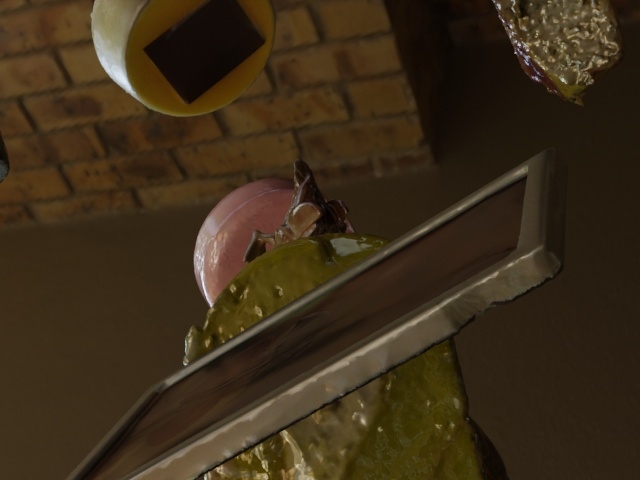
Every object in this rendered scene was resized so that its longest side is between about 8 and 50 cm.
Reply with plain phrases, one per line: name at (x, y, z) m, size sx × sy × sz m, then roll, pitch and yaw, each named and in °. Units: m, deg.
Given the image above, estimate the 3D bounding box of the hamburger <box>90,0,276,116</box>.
hamburger at (-0.092, -0.146, 0.804) m, size 0.126 × 0.141 × 0.081 m, roll -51°, pitch -135°, yaw 10°

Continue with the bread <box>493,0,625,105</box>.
bread at (0.215, -0.219, 1.081) m, size 0.109 × 0.185 × 0.380 m, roll -18°, pitch 179°, yaw 14°

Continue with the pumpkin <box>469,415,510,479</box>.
pumpkin at (0.166, 0.285, 1.326) m, size 0.169 × 0.148 × 0.312 m, roll 27°, pitch -151°, yaw 7°

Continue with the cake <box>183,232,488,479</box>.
cake at (0.007, 0.128, 0.788) m, size 0.179 × 0.156 × 0.260 m, roll -13°, pitch -99°, yaw -6°

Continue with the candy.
candy at (-0.062, 0.038, 1.714) m, size 0.255 × 0.255 × 0.094 m, roll -31°, pitch -155°, yaw -7°

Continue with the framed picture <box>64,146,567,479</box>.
framed picture at (-0.006, 0.053, 0.587) m, size 0.289 × 0.020 × 0.211 m, roll -31°, pitch -173°, yaw 18°

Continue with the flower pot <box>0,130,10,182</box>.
flower pot at (-0.493, -0.166, 1.212) m, size 0.299 × 0.299 × 0.282 m, roll -21°, pitch -99°, yaw 3°

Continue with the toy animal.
toy animal at (0.000, 0.000, 1.385) m, size 0.179 × 0.188 × 0.089 m, roll 10°, pitch -167°, yaw 39°
